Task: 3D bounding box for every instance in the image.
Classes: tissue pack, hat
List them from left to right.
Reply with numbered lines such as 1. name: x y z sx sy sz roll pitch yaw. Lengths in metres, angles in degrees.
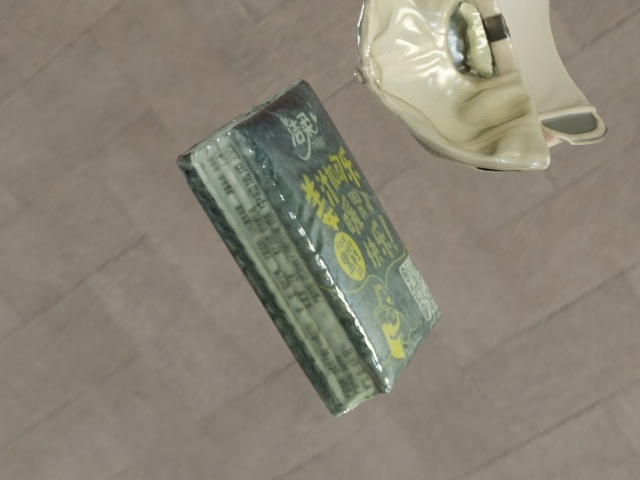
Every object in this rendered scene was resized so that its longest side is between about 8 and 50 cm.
1. tissue pack: 0.000 0.000 1.432 0.081 0.185 0.257 -28 97 24
2. hat: 0.124 -0.158 1.317 0.164 0.226 0.220 -14 92 14
